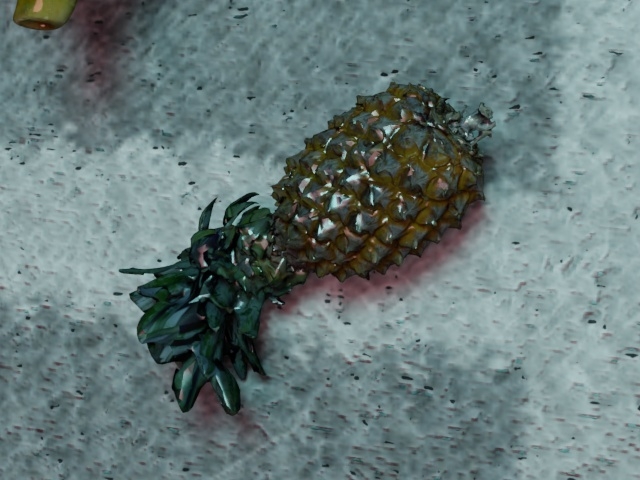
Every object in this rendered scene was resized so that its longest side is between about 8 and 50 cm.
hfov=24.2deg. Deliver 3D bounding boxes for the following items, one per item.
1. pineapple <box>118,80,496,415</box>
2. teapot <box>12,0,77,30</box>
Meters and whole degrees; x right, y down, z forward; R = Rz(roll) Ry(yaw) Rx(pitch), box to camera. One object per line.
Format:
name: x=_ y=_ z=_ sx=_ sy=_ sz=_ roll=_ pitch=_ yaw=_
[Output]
pineapple: x=0.000 y=0.000 z=0.766 sx=0.221 sy=0.083 sz=0.103 roll=-36 pitch=80 yaw=13
teapot: x=-0.091 y=-0.245 z=0.763 sx=0.203 sy=0.167 sz=0.311 roll=-3 pitch=57 yaw=54
